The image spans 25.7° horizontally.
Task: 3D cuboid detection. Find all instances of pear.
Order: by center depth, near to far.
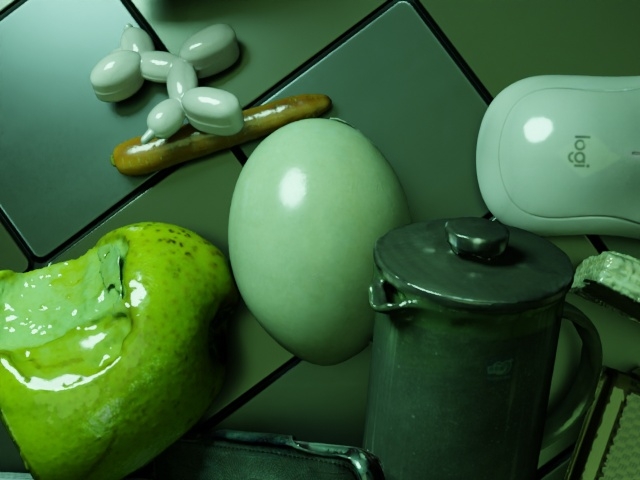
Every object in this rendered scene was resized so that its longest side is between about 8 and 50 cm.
[{"bbox_3d":[-0.198,0.107,1.407,0.255,0.164,0.238,-22,54,2],"label":"pear"}]

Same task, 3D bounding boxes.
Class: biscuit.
[{"bbox_3d":[0.325,0.057,1.361,0.150,0.252,0.052,25,90,7],"label":"biscuit"}]

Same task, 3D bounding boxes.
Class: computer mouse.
[{"bbox_3d":[0.309,-0.088,1.436,0.297,0.121,0.184,6,87,6],"label":"computer mouse"}]

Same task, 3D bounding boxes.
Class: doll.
[{"bbox_3d":[-0.164,-0.172,1.493,0.160,0.059,0.161,-9,60,2],"label":"doll"}]

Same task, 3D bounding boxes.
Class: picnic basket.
[{"bbox_3d":[0.314,0.262,1.396,0.139,0.165,0.266,19,89,7],"label":"picnic basket"}]

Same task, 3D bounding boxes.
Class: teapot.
[{"bbox_3d":[0.157,0.136,1.347,0.270,0.200,0.337,-8,118,-25],"label":"teapot"}]

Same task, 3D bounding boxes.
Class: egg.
[{"bbox_3d":[0.000,0.000,1.421,0.187,0.186,0.253,-1,85,5],"label":"egg"}]

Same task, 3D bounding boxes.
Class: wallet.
[{"bbox_3d":[-0.053,0.274,1.386,0.318,0.045,0.172,-2,96,46],"label":"wallet"}]

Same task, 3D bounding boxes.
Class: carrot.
[{"bbox_3d":[-0.107,-0.117,1.509,0.248,0.043,0.043,-17,86,2],"label":"carrot"}]

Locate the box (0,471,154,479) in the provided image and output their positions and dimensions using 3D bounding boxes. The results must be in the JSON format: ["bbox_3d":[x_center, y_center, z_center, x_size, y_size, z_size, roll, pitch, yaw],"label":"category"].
[{"bbox_3d":[-0.364,0.337,1.475,0.370,0.112,0.190,0,86,4],"label":"box"}]
